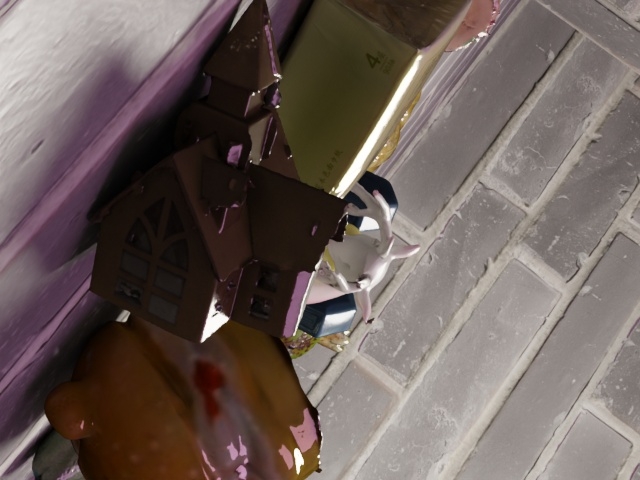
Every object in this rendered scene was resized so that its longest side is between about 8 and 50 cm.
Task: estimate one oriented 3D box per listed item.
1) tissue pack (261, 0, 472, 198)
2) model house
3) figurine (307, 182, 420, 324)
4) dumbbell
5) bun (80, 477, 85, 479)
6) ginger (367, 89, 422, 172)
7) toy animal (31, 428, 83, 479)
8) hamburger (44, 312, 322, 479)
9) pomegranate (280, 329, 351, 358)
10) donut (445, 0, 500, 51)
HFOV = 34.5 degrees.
[{"bbox_3d":[0.032,-0.161,1.022,0.159,0.125,0.234,-51,174,-46],"label":"tissue pack"},{"bbox_3d":[-0.057,-0.063,0.804,0.181,0.176,0.248,-45,155,-60],"label":"model house"},{"bbox_3d":[-0.003,0.014,1.613,0.315,0.284,0.206,-14,-137,56],"label":"figurine"},{"bbox_3d":[0.026,0.021,1.891,0.156,0.143,0.316,-101,-154,-56],"label":"dumbbell"},{"bbox_3d":[-0.275,0.368,1.500,0.364,0.202,0.364,-55,176,-6],"label":"bun"},{"bbox_3d":[0.093,-0.176,2.002,0.334,0.081,0.148,-55,-169,34],"label":"ginger"},{"bbox_3d":[-0.316,0.272,1.186,0.253,0.070,0.079,-46,156,-41],"label":"toy animal"},{"bbox_3d":[-0.148,0.188,1.069,0.236,0.276,0.276,-29,167,-21],"label":"hamburger"},{"bbox_3d":[-0.048,0.159,2.105,0.202,0.247,0.202,-53,-158,33],"label":"pomegranate"},{"bbox_3d":[0.213,-0.351,1.556,0.166,0.117,0.065,-45,-161,36],"label":"donut"}]
